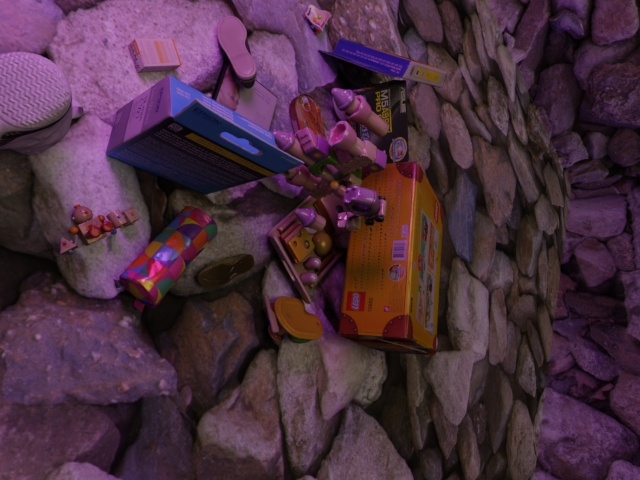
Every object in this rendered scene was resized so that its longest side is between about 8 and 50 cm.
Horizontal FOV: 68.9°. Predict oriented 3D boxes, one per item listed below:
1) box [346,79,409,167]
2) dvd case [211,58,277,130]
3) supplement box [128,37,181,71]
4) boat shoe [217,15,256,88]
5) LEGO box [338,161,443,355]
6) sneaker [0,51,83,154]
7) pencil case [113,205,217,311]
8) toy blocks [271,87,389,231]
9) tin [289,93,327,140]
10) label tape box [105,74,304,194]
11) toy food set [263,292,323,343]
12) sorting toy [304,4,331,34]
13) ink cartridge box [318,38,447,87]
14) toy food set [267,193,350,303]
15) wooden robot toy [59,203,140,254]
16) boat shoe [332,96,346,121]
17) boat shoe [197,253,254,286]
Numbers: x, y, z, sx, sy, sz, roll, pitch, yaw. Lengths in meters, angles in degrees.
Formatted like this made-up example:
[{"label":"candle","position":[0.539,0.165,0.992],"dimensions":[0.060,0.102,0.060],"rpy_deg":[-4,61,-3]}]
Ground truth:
[{"label":"box","position":[0.187,-0.362,1.510],"dimensions":[0.216,0.060,0.270],"rpy_deg":[-22,120,-29]},{"label":"dvd case","position":[-0.208,-0.320,1.215],"dimensions":[0.180,0.022,0.253],"rpy_deg":[30,62,-40]},{"label":"supplement box","position":[-0.371,-0.417,1.049],"dimensions":[0.098,0.036,0.062],"rpy_deg":[-25,101,-46]},{"label":"boat shoe","position":[-0.214,-0.484,1.203],"dimensions":[0.075,0.065,0.206],"rpy_deg":[-18,72,-8]},{"label":"LEGO box","position":[0.234,0.069,1.416],"dimensions":[0.372,0.193,0.501],"rpy_deg":[38,56,-58]},{"label":"sneaker","position":[-0.566,-0.182,0.740],"dimensions":[0.365,0.210,0.138],"rpy_deg":[-19,98,-12]},{"label":"pencil case","position":[-0.319,0.032,0.988],"dimensions":[0.104,0.104,0.236],"rpy_deg":[54,52,-26]},{"label":"toy blocks","position":[-0.013,-0.199,1.157],"dimensions":[0.260,0.288,0.309],"rpy_deg":[27,58,-37]},{"label":"tin","position":[-0.037,-0.337,1.389],"dimensions":[0.106,0.040,0.190],"rpy_deg":[-18,96,-50]},{"label":"label tape box","position":[-0.230,-0.207,0.934],"dimensions":[0.249,0.347,0.115],"rpy_deg":[22,68,-42]},{"label":"toy food set","position":[-0.088,0.216,1.222],"dimensions":[0.217,0.071,0.128],"rpy_deg":[22,35,-49]},{"label":"sorting toy","position":[-0.015,-0.701,1.472],"dimensions":[0.075,0.044,0.083],"rpy_deg":[39,57,-27]},{"label":"ink cartridge box","position":[0.204,-0.578,1.506],"dimensions":[0.307,0.303,0.072],"rpy_deg":[-7,124,-48]},{"label":"toy food set","position":[0.000,0.000,1.327],"dimensions":[0.306,0.092,0.220],"rpy_deg":[-46,116,-41]},{"label":"wooden robot toy","position":[-0.436,-0.040,0.896],"dimensions":[0.173,0.076,0.079],"rpy_deg":[-37,99,-44]},{"label":"boat shoe","position":[0.103,-0.407,1.527],"dimensions":[0.219,0.077,0.070],"rpy_deg":[44,12,-40]},{"label":"boat shoe","position":[-0.231,0.068,1.116],"dimensions":[0.153,0.048,0.056],"rpy_deg":[-27,115,-39]}]
